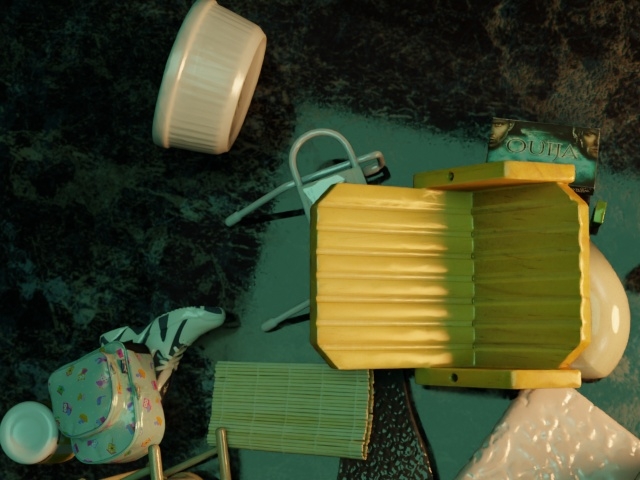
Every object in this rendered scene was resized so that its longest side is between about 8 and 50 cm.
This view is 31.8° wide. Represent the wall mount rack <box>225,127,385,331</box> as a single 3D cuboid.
[{"bbox_3d":[0.000,0.000,1.929,0.304,0.130,0.350,-20,77,2],"label":"wall mount rack"}]

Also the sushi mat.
[{"bbox_3d":[-0.054,0.280,1.878,0.316,0.019,0.152,-2,77,32],"label":"sushi mat"}]

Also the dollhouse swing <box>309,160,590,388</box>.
[{"bbox_3d":[0.195,0.052,1.731,0.315,0.305,0.347,-5,82,49],"label":"dollhouse swing"}]

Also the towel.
[{"bbox_3d":[0.380,0.418,1.772,0.317,0.053,0.332,38,70,9],"label":"towel"}]

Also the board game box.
[{"bbox_3d":[0.378,-0.145,1.916,0.186,0.026,0.126,7,60,10],"label":"board game box"}]

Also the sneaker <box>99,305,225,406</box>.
[{"bbox_3d":[-0.261,0.208,1.945,0.234,0.094,0.153,-16,79,6],"label":"sneaker"}]

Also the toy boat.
[{"bbox_3d":[0.459,0.075,1.820,0.318,0.148,0.268,-29,73,26],"label":"toy boat"}]

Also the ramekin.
[{"bbox_3d":[-0.185,-0.274,1.940,0.127,0.273,0.273,18,83,0],"label":"ramekin"}]

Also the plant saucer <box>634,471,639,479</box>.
[{"bbox_3d":[0.597,0.485,1.708,0.400,0.100,0.401,3,80,-19],"label":"plant saucer"}]

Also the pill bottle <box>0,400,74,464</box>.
[{"bbox_3d":[-0.462,0.327,1.909,0.103,0.184,0.103,-2,80,9],"label":"pill bottle"}]

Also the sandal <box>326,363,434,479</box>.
[{"bbox_3d":[0.103,0.344,1.868,0.167,0.107,0.446,-8,66,9],"label":"sandal"}]

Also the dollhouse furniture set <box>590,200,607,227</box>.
[{"bbox_3d":[0.402,-0.054,1.900,0.151,0.058,0.076,14,82,11],"label":"dollhouse furniture set"}]

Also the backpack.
[{"bbox_3d":[-0.348,0.273,1.843,0.165,0.144,0.188,-25,77,22],"label":"backpack"}]

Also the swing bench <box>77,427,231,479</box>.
[{"bbox_3d":[-0.224,0.458,1.799,0.165,0.253,0.255,-27,78,16],"label":"swing bench"}]
